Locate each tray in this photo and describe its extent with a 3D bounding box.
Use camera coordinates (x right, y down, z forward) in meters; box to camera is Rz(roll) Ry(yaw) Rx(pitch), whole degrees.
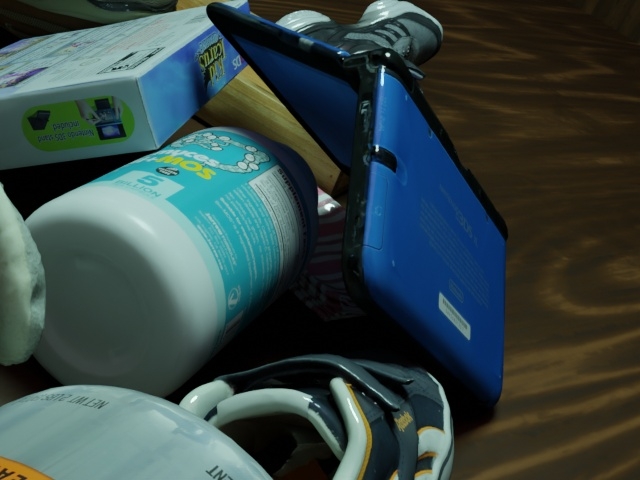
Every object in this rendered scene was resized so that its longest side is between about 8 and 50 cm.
[{"bbox_3d":[-0.098,-0.202,1.122,0.411,0.076,0.203,34,30,16],"label":"tray"}]

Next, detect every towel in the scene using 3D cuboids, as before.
[{"bbox_3d":[0.000,0.000,0.897,0.144,0.029,0.197,-9,42,-46],"label":"towel"}]

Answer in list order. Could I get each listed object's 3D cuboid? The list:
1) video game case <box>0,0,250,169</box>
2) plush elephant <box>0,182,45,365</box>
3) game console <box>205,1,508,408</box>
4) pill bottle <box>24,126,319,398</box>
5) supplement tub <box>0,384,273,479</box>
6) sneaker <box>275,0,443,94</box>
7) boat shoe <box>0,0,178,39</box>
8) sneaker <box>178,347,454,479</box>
[{"bbox_3d":[-0.207,-0.133,0.812,0.244,0.061,0.269,-5,24,16],"label":"video game case"},{"bbox_3d":[-0.298,0.014,0.461,0.255,0.272,0.330,50,55,-27],"label":"plush elephant"},{"bbox_3d":[0.029,-0.021,0.752,0.293,0.173,0.250,43,48,-54],"label":"game console"},{"bbox_3d":[-0.093,0.001,0.702,0.146,0.146,0.264,30,28,11],"label":"pill bottle"},{"bbox_3d":[-0.148,0.194,0.268,0.207,0.207,0.338,33,30,17],"label":"supplement tub"},{"bbox_3d":[0.073,-0.186,1.050,0.269,0.101,0.153,-16,48,-42],"label":"sneaker"},{"bbox_3d":[-0.292,-0.250,1.016,0.324,0.120,0.122,20,49,23],"label":"boat shoe"},{"bbox_3d":[0.001,0.116,0.548,0.126,0.127,0.321,-12,17,17],"label":"sneaker"}]
